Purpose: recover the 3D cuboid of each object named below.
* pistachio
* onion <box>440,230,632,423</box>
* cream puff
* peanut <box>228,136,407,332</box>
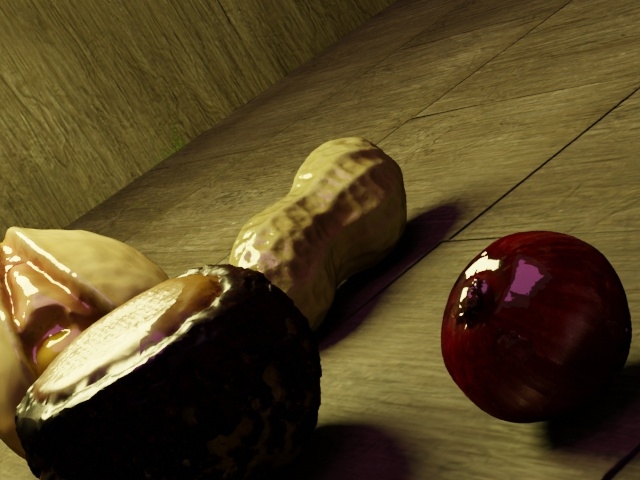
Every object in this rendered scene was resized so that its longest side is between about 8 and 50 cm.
[{"bbox_3d":[-0.237,0.093,1.287,0.230,0.230,0.309,-33,18,-10],"label":"pistachio"},{"bbox_3d":[0.138,0.056,0.869,0.131,0.131,0.131,-29,14,8],"label":"onion"},{"bbox_3d":[-0.108,0.126,1.032,0.239,0.165,0.239,-29,14,8],"label":"cream puff"},{"bbox_3d":[0.000,0.000,1.344,0.136,0.120,0.298,4,36,32],"label":"peanut"}]
